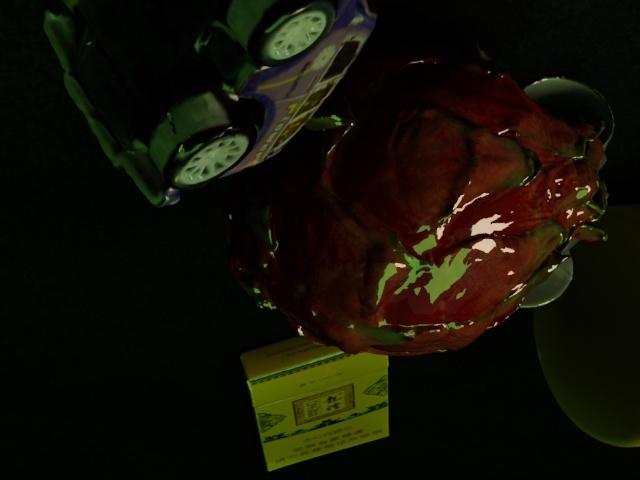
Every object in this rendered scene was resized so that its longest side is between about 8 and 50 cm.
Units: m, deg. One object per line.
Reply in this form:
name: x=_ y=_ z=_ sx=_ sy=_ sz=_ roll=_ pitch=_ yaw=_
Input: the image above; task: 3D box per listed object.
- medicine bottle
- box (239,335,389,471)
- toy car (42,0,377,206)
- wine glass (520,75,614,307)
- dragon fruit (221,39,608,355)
medicine bottle: x=0.374 y=0.080 z=1.471 sx=0.232 sy=0.238 sz=0.238 roll=-2 pitch=147 yaw=-31
box: x=-0.001 y=0.174 z=1.608 sx=0.153 sy=0.041 sz=0.279 roll=-16 pitch=152 yaw=-6
toy car: x=-0.051 y=-0.151 z=0.888 sx=0.158 sy=0.172 sz=0.235 roll=-14 pitch=154 yaw=-48
wine glass: x=0.195 y=-0.041 z=1.289 sx=0.103 sy=0.103 sz=0.231 roll=-14 pitch=147 yaw=-12
dragon fruit: x=0.071 y=-0.037 z=1.079 sx=0.298 sy=0.244 sz=0.244 roll=-18 pitch=152 yaw=-5
